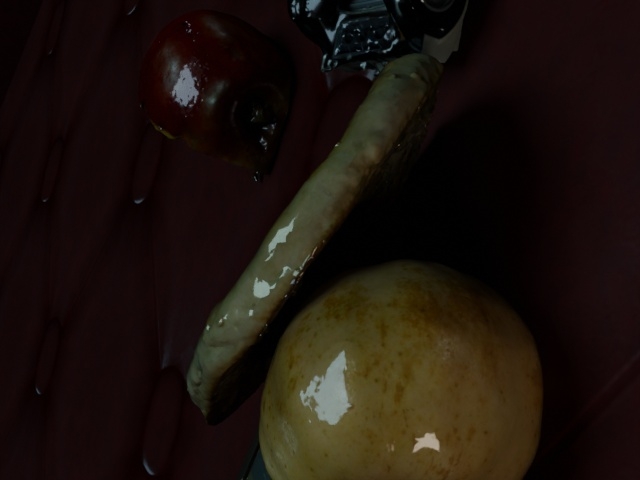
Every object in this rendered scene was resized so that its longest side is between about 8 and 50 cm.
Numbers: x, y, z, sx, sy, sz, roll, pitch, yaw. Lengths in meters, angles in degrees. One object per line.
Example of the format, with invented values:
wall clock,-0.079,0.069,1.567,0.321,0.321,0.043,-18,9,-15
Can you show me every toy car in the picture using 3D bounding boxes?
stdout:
toy car,0.080,-0.297,1.126,0.193,0.118,0.301,4,80,57

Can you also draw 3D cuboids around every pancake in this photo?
pancake,0.002,0.001,1.001,0.356,0.065,0.356,-52,-10,-13

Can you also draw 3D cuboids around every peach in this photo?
peach,-0.134,-0.204,1.513,0.154,0.159,0.267,-62,25,15

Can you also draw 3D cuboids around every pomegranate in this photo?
pomegranate,0.057,0.115,0.866,0.207,0.207,0.207,-43,40,51

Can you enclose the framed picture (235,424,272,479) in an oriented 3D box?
framed picture,-0.032,0.206,1.202,0.168,0.023,0.128,-67,25,19
